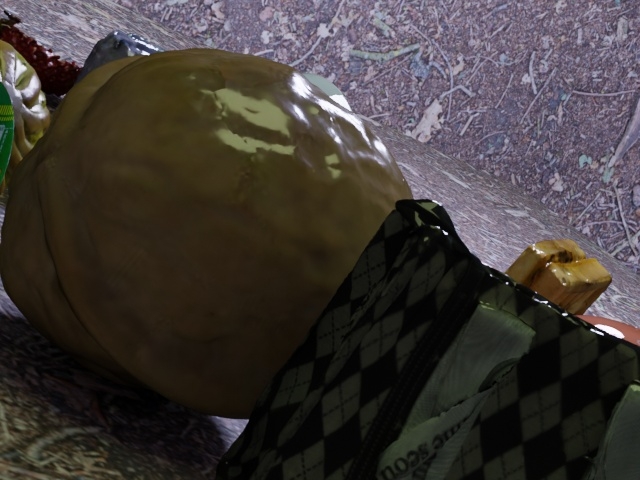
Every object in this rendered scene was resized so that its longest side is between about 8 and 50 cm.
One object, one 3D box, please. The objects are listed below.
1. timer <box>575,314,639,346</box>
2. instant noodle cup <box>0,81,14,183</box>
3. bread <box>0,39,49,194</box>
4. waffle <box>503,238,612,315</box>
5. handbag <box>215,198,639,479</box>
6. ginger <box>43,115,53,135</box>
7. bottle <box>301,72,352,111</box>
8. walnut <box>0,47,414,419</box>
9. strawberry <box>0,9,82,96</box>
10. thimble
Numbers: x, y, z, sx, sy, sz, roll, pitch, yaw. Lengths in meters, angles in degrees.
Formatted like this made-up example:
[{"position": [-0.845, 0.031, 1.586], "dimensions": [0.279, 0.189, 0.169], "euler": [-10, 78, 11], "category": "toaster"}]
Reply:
[{"position": [0.312, 0.202, 1.679], "dimensions": [0.214, 0.230, 0.229], "euler": [14, 18, -32], "category": "timer"}, {"position": [-0.438, -0.097, 1.329], "dimensions": [0.232, 0.207, 0.207], "euler": [23, 10, 13], "category": "instant noodle cup"}, {"position": [-0.388, -0.139, 1.573], "dimensions": [0.104, 0.213, 0.213], "euler": [-4, -12, 39], "category": "bread"}, {"position": [0.294, 0.103, 2.069], "dimensions": [0.098, 0.224, 0.327], "euler": [42, 15, 18], "category": "waffle"}, {"position": [0.159, 0.176, 1.215], "dimensions": [0.416, 0.317, 0.180], "euler": [25, 14, -16], "category": "handbag"}, {"position": [-0.326, -0.107, 1.781], "dimensions": [0.115, 0.123, 0.193], "euler": [-4, 24, -32], "category": "ginger"}, {"position": [-0.132, -0.108, 1.894], "dimensions": [0.351, 0.229, 0.229], "euler": [-8, 35, -43], "category": "bottle"}, {"position": [-0.098, -0.006, 1.323], "dimensions": [0.381, 0.381, 0.381], "euler": [28, 12, -6], "category": "walnut"}, {"position": [-0.428, -0.265, 2.249], "dimensions": [0.208, 0.087, 0.167], "euler": [31, -5, -11], "category": "strawberry"}, {"position": [-0.260, -0.205, 2.191], "dimensions": [0.236, 0.172, 0.205], "euler": [24, 16, -33], "category": "thimble"}]
